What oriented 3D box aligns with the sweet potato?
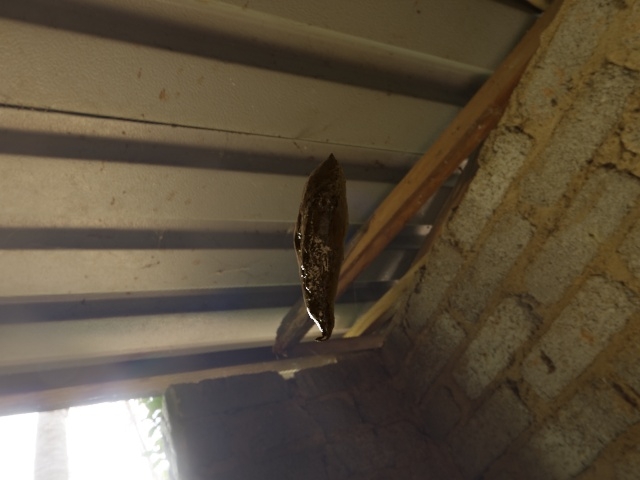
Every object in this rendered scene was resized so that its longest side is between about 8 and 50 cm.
[{"bbox_3d":[0.000,0.000,0.424,0.060,0.205,0.068,-4,-13,15],"label":"sweet potato"}]
